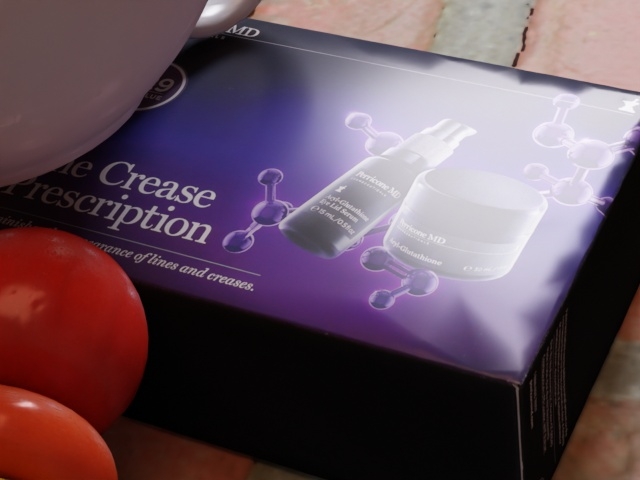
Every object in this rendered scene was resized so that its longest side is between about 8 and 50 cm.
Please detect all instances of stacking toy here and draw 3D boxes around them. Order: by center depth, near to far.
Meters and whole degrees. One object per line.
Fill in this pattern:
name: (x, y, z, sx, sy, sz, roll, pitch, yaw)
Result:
stacking toy: (-0.128, 0.132, 0.505, 0.141, 0.141, 0.330, -1, 50, 8)

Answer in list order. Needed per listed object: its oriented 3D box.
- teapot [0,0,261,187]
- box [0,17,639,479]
teapot: (-0.146, -0.107, 0.612, 0.256, 0.187, 0.253, 1, 42, 5)
box: (0.000, 0.000, 0.681, 0.261, 0.103, 0.184, 14, 45, 22)
